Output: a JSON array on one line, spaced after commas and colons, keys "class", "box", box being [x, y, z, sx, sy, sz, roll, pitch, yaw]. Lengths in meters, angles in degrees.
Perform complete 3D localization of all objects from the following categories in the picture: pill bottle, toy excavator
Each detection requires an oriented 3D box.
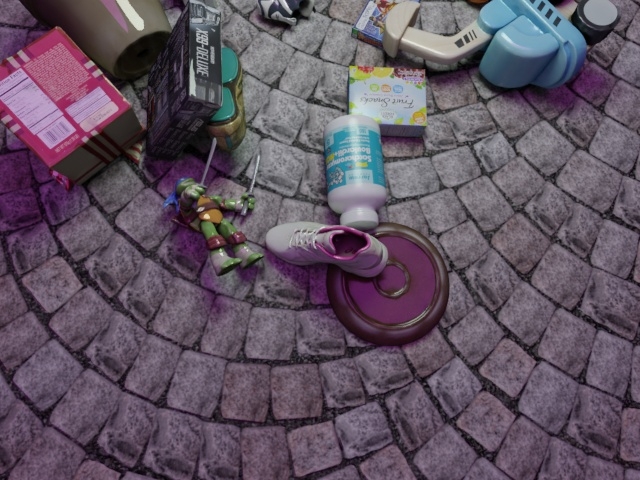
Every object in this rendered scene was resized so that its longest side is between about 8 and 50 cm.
[{"class": "pill bottle", "box": [0.086, -0.161, 1.028, 0.146, 0.146, 0.264, -4, 76, -3]}, {"class": "toy excavator", "box": [0.451, -0.540, 1.107, 0.445, 0.222, 0.433, -36, 79, -8]}]

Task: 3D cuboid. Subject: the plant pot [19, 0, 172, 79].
[{"class": "plant pot", "box": [-0.535, -0.581, 1.053, 0.323, 0.323, 0.280, -38, 98, -11]}]

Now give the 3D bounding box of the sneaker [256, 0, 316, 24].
[{"class": "sneaker", "box": [-0.062, -0.717, 1.192, 0.153, 0.094, 0.235, 30, 75, 2]}]

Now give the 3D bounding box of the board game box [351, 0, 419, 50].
[{"class": "board game box", "box": [0.193, -0.656, 1.215, 0.136, 0.035, 0.201, 27, 76, 4]}]

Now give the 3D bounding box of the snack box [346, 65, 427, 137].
[{"class": "snack box", "box": [0.176, -0.374, 1.125, 0.207, 0.070, 0.175, 3, 75, -1]}]

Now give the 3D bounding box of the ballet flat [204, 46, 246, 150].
[{"class": "ballet flat", "box": [-0.248, -0.361, 1.073, 0.123, 0.123, 0.349, -9, 52, -4]}]

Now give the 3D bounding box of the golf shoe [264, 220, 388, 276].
[{"class": "golf shoe", "box": [0.000, 0.000, 0.961, 0.306, 0.140, 0.115, 7, 73, 20]}]

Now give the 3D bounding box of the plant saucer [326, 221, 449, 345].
[{"class": "plant saucer", "box": [0.169, 0.098, 1.017, 0.310, 0.050, 0.311, 0, 76, -1]}]

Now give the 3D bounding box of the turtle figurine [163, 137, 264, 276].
[{"class": "turtle figurine", "box": [-0.219, -0.073, 0.969, 0.274, 0.198, 0.266, -29, 82, -5]}]

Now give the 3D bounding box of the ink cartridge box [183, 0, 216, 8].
[{"class": "ink cartridge box", "box": [-0.357, -0.787, 1.165, 0.093, 0.154, 0.213, -9, 77, -5]}]

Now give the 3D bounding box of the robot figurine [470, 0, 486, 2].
[{"class": "robot figurine", "box": [0.495, -0.786, 1.213, 0.219, 0.128, 0.158, -47, 114, -12]}]

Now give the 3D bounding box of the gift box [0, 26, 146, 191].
[{"class": "gift box", "box": [-0.579, -0.273, 0.980, 0.255, 0.258, 0.276, -39, 100, -13]}]

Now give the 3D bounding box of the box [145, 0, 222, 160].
[{"class": "box", "box": [-0.332, -0.362, 0.988, 0.076, 0.307, 0.243, 6, 72, -38]}]
